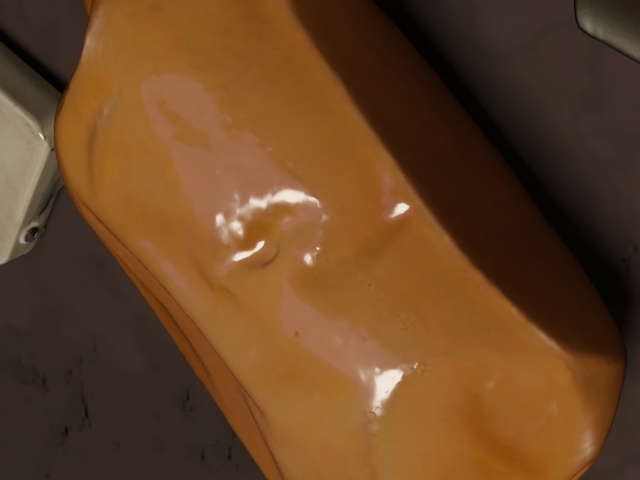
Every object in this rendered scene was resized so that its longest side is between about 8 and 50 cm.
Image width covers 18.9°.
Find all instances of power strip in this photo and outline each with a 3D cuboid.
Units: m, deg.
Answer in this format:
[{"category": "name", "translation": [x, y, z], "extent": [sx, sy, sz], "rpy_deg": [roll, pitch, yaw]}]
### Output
[{"category": "power strip", "translation": [-0.176, -0.071, 0.802], "extent": [0.192, 0.035, 0.081], "rpy_deg": [40, 128, 14]}]

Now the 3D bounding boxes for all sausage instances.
[{"category": "sausage", "translation": [0.000, 0.000, 0.656], "extent": [0.136, 0.120, 0.241], "rpy_deg": [-34, 89, 28]}]

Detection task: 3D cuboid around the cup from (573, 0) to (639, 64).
[{"category": "cup", "translation": [0.211, -0.069, 0.443], "extent": [0.279, 0.196, 0.196], "rpy_deg": [26, 124, 14]}]
